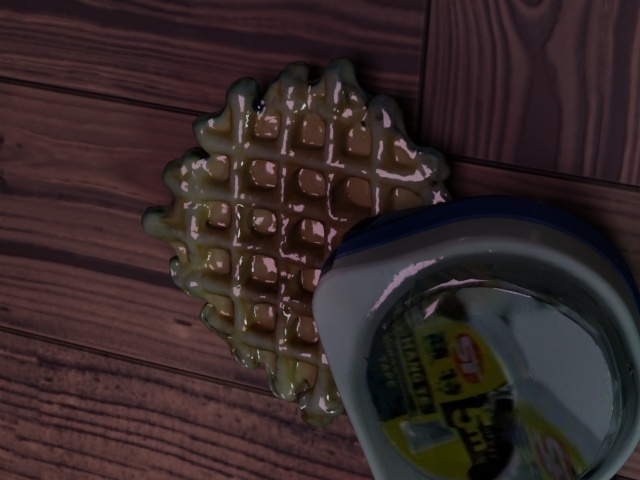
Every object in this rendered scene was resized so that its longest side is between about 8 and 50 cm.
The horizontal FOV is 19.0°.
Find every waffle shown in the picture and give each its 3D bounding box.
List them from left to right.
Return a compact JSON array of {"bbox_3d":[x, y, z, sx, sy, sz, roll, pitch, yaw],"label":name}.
[{"bbox_3d":[0.000,0.000,1.680,0.292,0.056,0.309,-43,81,28],"label":"waffle"}]

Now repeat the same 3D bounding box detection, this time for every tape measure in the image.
[{"bbox_3d":[0.138,0.101,1.548,0.262,0.138,0.259,-15,111,23],"label":"tape measure"}]

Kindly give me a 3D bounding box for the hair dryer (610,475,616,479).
[{"bbox_3d":[0.273,0.282,1.606,0.173,0.050,0.195,6,101,24],"label":"hair dryer"}]
